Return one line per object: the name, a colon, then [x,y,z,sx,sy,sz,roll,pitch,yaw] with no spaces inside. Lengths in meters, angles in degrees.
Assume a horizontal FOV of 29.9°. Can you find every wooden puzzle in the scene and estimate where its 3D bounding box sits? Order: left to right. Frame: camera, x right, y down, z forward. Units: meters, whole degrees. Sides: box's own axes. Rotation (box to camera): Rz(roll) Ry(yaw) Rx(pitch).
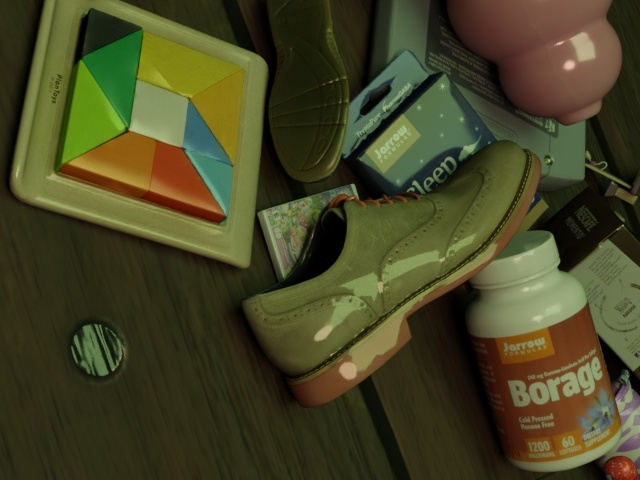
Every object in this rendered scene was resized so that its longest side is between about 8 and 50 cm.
wooden puzzle: [-0.145,-0.107,1.058,0.238,0.044,0.221,20,60,-31]

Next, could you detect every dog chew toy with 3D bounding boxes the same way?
dog chew toy: [0.210,-0.278,1.247,0.206,0.206,0.332,-30,100,-42]

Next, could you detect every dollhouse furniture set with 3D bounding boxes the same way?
dollhouse furniture set: [0.359,-0.069,1.467,0.081,0.091,0.114,31,16,24]

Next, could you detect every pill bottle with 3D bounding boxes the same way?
pill bottle: [0.211,0.106,1.174,0.121,0.121,0.216,-28,105,-42]

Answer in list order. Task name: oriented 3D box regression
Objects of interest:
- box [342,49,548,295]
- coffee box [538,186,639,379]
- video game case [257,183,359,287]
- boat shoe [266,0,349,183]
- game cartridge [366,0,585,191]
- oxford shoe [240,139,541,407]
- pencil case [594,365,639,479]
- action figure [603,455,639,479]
box: [0.120,-0.071,1.221,0.136,0.036,0.225,-46,106,-17]
coffee box: [0.347,0.076,1.300,0.246,0.098,0.141,45,11,-16]
video game case: [0.000,0.000,1.145,0.122,0.011,0.087,-18,91,-42]
boat shoe: [-0.008,-0.154,1.164,0.073,0.080,0.224,52,29,-67]
game cartridge: [0.178,-0.174,1.337,0.297,0.062,0.198,24,63,-29]
oxford shoe: [0.074,-0.005,1.103,0.348,0.123,0.130,-43,102,-29]
pencil case: [0.346,0.233,1.289,0.206,0.086,0.088,52,27,-11]
action figure: [0.307,0.328,1.224,0.091,0.139,0.280,-46,125,-43]
